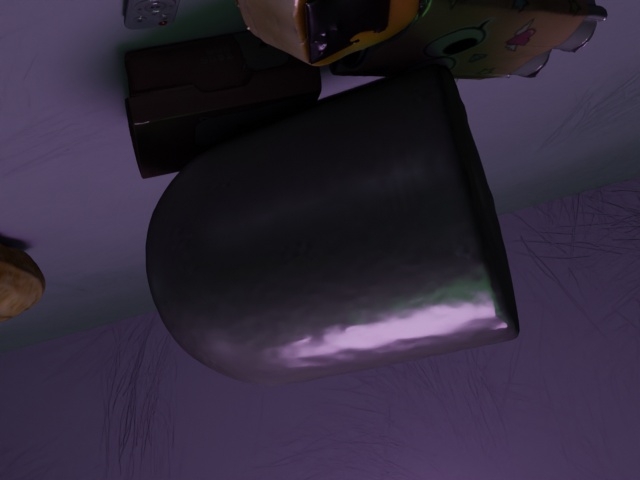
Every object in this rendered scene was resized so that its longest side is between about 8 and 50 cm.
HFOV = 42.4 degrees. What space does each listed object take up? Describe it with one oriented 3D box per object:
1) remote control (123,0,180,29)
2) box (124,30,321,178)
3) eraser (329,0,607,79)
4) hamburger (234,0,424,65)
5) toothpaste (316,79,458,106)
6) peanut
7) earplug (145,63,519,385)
[{"bbox_3d":[-0.144,-0.231,0.726,0.049,0.027,0.184,-10,174,-18],"label":"remote control"},{"bbox_3d":[-0.122,-0.160,0.983,0.215,0.086,0.215,-12,171,-11],"label":"box"},{"bbox_3d":[0.168,-0.243,0.938,0.290,0.087,0.171,-7,169,-36],"label":"eraser"},{"bbox_3d":[0.007,-0.234,0.696,0.173,0.116,0.210,-23,166,1],"label":"hamburger"},{"bbox_3d":[0.073,-0.202,1.193,0.255,0.037,0.067,-14,177,17],"label":"toothpaste"},{"bbox_3d":[-0.586,0.070,1.442,0.147,0.147,0.305,-15,169,1],"label":"peanut"},{"bbox_3d":[0.000,0.000,0.953,0.394,0.313,0.312,-15,171,16],"label":"earplug"}]
